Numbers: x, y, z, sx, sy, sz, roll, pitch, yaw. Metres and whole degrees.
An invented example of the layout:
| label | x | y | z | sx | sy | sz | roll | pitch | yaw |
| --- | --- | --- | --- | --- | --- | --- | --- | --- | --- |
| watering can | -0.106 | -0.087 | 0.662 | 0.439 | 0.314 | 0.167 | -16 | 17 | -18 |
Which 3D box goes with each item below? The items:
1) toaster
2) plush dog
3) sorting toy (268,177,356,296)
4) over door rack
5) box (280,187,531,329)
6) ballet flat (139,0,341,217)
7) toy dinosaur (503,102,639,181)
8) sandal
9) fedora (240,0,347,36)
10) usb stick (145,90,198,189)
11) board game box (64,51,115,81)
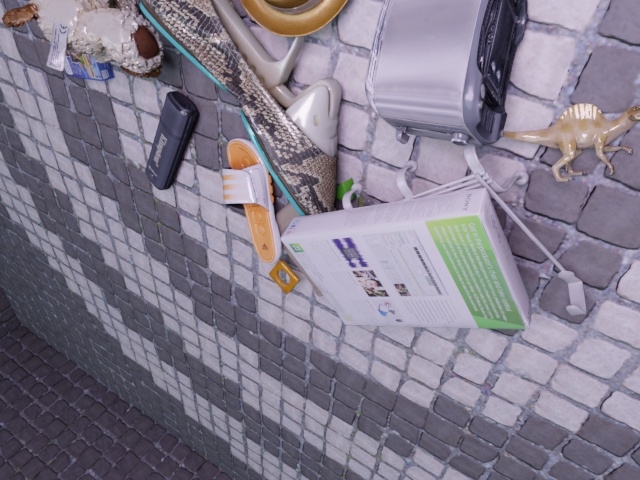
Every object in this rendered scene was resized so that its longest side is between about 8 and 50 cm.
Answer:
| label | x | y | z | sx | sy | sz | roll | pitch | yaw |
| --- | --- | --- | --- | --- | --- | --- | --- | --- | --- |
| toaster | 0.148 | -0.225 | 0.547 | 0.146 | 0.129 | 0.227 | 11 | 89 | 35 |
| plush dog | -0.390 | -0.388 | 0.811 | 0.210 | 0.225 | 0.263 | -21 | 99 | 6 |
| sorting toy | 0.000 | 0.000 | 0.930 | 0.347 | 0.047 | 0.196 | -33 | 92 | 45 |
| over door rack | 0.222 | -0.004 | 0.724 | 0.239 | 0.108 | 0.324 | -19 | 123 | 45 |
| box | 0.125 | 0.045 | 0.708 | 0.322 | 0.058 | 0.232 | -5 | 133 | 38 |
| ballet flat | -0.082 | -0.254 | 0.732 | 0.182 | 0.164 | 0.483 | -35 | 96 | 20 |
| toy dinosaur | 0.320 | -0.125 | 0.592 | 0.183 | 0.053 | 0.093 | -3 | 105 | 31 |
| sandal | -0.144 | -0.071 | 0.930 | 0.102 | 0.076 | 0.265 | -5 | 103 | 43 |
| fedora | -0.041 | -0.371 | 0.605 | 0.194 | 0.079 | 0.194 | 5 | 111 | 14 |
| usb stick | -0.334 | -0.211 | 1.025 | 0.077 | 0.045 | 0.278 | 43 | 138 | 1 |
| board game box | -0.530 | -0.453 | 0.996 | 0.136 | 0.035 | 0.201 | 17 | 131 | 27 |
